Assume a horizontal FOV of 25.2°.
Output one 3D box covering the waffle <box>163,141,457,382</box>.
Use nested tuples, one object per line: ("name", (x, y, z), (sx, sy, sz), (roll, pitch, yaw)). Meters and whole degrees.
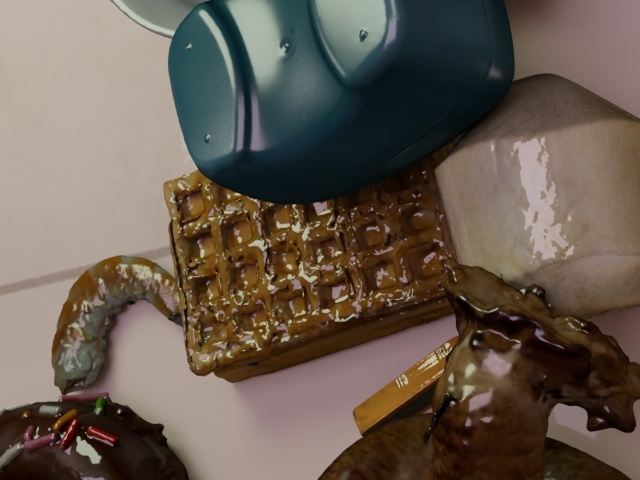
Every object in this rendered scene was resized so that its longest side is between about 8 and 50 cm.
("waffle", (-0.001, 0.000, 1.400), (0.308, 0.091, 0.212), (-18, 73, 24))

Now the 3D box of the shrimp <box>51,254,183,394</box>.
("shrimp", (-0.207, 0.097, 1.520), (0.166, 0.049, 0.161), (9, 80, 27))

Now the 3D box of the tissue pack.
("tissue pack", (0.028, -0.153, 1.234), (0.287, 0.206, 0.198), (-32, 62, 39))

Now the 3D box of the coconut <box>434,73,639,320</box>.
("coconut", (0.204, -0.038, 1.237), (0.202, 0.202, 0.222), (-16, 79, 25))

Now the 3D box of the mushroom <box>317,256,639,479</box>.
("mushroom", (0.140, 0.261, 1.149), (0.331, 0.356, 0.334), (35, 63, 13))

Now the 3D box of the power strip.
("power strip", (0.104, 0.131, 1.344), (0.178, 0.049, 0.028), (-37, 60, 17))

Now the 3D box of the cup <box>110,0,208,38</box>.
("cup", (-0.056, -0.348, 1.450), (0.347, 0.163, 0.347), (-6, 78, 28))

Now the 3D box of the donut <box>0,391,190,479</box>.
("donut", (-0.287, 0.291, 1.478), (0.345, 0.136, 0.259), (-28, 72, 20))
